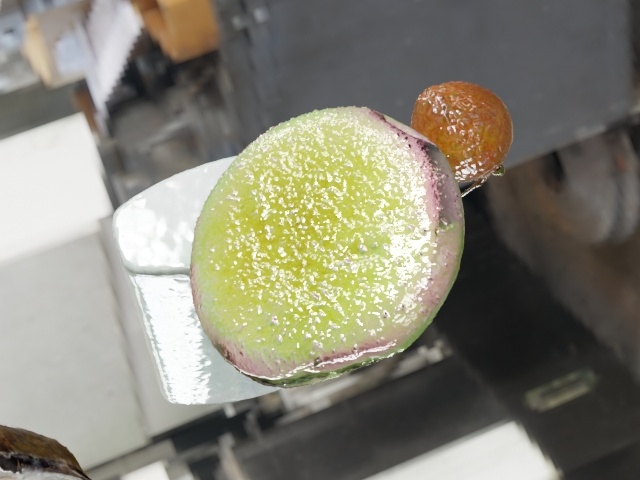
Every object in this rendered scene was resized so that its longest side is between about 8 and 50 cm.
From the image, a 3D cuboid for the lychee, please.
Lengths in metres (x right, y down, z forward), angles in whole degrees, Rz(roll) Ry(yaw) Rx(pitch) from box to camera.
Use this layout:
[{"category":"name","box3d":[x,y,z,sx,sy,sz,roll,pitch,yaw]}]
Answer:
[{"category":"lychee","box3d":[0.145,-0.105,1.875,0.114,0.140,0.101,0,78,42]}]

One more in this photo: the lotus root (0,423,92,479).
[{"category":"lotus root","box3d":[-0.273,0.144,1.200,0.078,0.167,0.329,68,-170,17]}]

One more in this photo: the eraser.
[{"category":"eraser","box3d":[-0.071,0.041,1.643,0.290,0.189,0.104,86,164,-63]}]

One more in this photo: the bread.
[{"category":"bread","box3d":[0.000,0.000,1.398,0.228,0.228,0.033,58,-173,32]}]

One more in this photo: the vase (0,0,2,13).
[{"category":"vase","box3d":[-0.387,-0.271,1.590,0.445,0.250,0.250,-122,17,-59]}]
